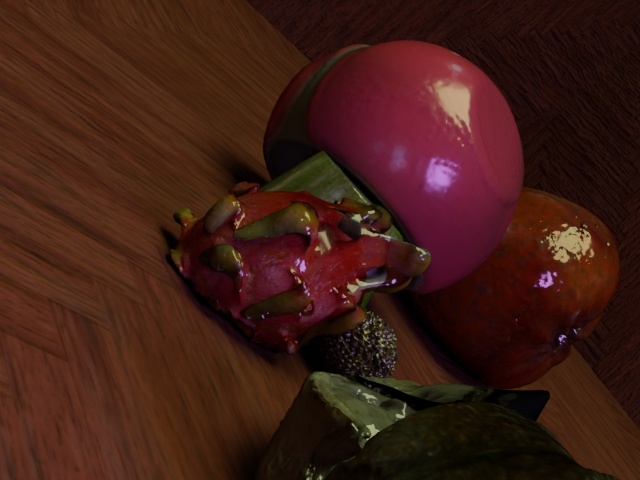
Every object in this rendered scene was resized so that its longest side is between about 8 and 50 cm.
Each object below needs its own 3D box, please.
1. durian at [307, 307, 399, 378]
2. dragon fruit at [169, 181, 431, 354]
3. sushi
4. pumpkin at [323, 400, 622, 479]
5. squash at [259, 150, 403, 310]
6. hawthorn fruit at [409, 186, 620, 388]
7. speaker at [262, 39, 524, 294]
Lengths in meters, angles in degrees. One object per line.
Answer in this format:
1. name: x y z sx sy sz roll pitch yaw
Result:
1. durian: 0.024 0.091 0.910 0.091 0.080 0.080 30 14 -6
2. dragon fruit: -0.015 0.019 0.842 0.133 0.208 0.150 -99 -169 -47
3. sushi: 0.023 0.136 0.688 0.109 0.134 0.273 37 21 33
4. pumpkin: 0.137 0.201 0.566 0.317 0.222 0.139 38 16 -36
5. squash: 0.000 0.000 1.016 0.170 0.123 0.170 46 6 -6
6. hawthorn fruit: 0.227 0.038 1.417 0.307 0.276 0.276 37 7 22
7. speaker: 0.076 -0.084 1.189 0.294 0.294 0.294 45 12 -12
